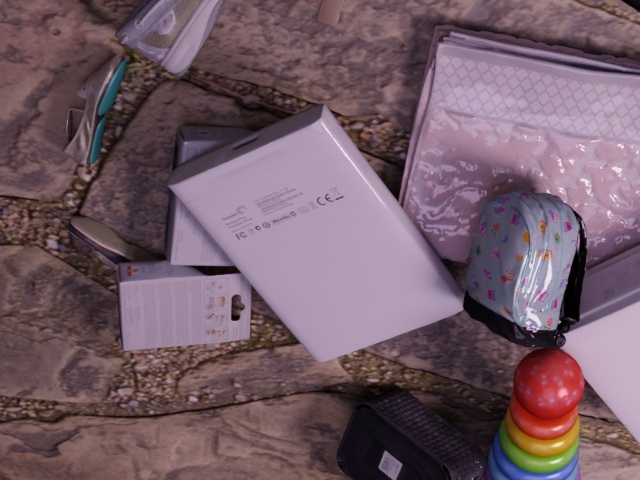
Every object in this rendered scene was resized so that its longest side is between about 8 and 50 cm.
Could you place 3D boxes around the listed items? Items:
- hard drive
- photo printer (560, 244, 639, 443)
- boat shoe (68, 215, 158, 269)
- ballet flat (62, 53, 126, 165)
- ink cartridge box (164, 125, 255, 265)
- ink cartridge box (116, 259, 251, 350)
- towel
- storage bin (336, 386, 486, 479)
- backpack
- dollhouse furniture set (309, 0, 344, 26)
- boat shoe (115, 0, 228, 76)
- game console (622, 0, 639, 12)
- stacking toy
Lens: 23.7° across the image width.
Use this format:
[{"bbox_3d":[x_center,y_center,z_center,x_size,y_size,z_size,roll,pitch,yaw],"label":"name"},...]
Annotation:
[{"bbox_3d":[0.000,0.000,1.969,0.233,0.047,0.353,-22,125,25],"label":"hard drive"},{"bbox_3d":[0.468,0.139,1.987,0.256,0.107,0.307,-27,125,22],"label":"photo printer"},{"bbox_3d":[-0.285,0.015,2.070,0.137,0.049,0.043,31,120,-15],"label":"boat shoe"},{"bbox_3d":[-0.297,-0.171,1.965,0.052,0.057,0.168,25,118,4],"label":"ballet flat"},{"bbox_3d":[-0.082,-0.054,2.017,0.232,0.066,0.189,0,120,-17],"label":"ink cartridge box"},{"bbox_3d":[-0.186,0.083,2.084,0.179,0.045,0.145,-6,137,-10],"label":"ink cartridge box"},{"bbox_3d":[0.275,-0.097,1.940,0.332,0.053,0.317,10,119,2],"label":"towel"},{"bbox_3d":[0.123,0.302,2.104,0.180,0.084,0.122,36,123,28],"label":"storage bin"},{"bbox_3d":[0.252,0.029,1.895,0.115,0.152,0.182,-2,113,-42],"label":"backpack"},{"bbox_3d":[-0.022,-0.331,1.791,0.123,0.151,0.144,16,117,-2],"label":"dollhouse furniture set"},{"bbox_3d":[-0.141,-0.342,1.821,0.103,0.118,0.320,26,126,-10],"label":"boat shoe"},{"bbox_3d":[0.474,-0.321,1.734,0.293,0.250,0.173,30,91,-10],"label":"game console"},{"bbox_3d":[0.288,0.250,2.016,0.141,0.141,0.330,4,141,5],"label":"stacking toy"}]
